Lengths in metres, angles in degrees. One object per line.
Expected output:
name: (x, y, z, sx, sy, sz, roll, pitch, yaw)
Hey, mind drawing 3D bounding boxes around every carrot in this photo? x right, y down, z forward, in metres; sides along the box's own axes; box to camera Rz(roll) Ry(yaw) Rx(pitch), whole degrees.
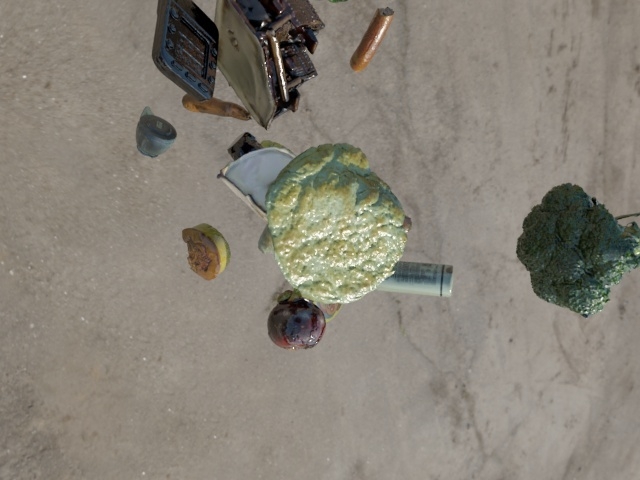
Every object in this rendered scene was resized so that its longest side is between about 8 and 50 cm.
carrot: (-0.302, -0.389, 1.371, 0.059, 0.247, 0.059, -49, 149, -44)

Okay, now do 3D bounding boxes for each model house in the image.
model house: (-0.090, -0.503, 1.180, 0.282, 0.297, 0.317, -44, 107, -24)

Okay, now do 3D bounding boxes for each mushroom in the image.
mushroom: (-0.096, -0.119, 1.162, 0.162, 0.236, 0.173, -48, 168, -4)

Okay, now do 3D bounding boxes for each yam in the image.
yam: (-0.149, -0.042, 1.683, 0.093, 0.093, 0.259, -13, 154, -35)

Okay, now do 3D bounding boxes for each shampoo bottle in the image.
shampoo bottle: (0.215, 0.097, 1.245, 0.085, 0.262, 0.085, 4, 90, -73)

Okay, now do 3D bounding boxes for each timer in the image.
timer: (-0.263, -0.379, 0.917, 0.144, 0.055, 0.188, 33, 53, -57)

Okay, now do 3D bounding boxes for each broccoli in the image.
broccoli: (0.622, 0.009, 1.117, 0.283, 0.321, 0.304, -7, 148, -10)

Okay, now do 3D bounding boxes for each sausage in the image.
sausage: (0.201, -0.800, 1.904, 0.076, 0.302, 0.103, 24, 50, -10)

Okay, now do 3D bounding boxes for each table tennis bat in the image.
table tennis bat: (0.064, 0.124, 1.520, 0.368, 0.054, 0.224, -29, 120, -56)

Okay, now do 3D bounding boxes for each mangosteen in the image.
mangosteen: (-0.067, 0.213, 1.306, 0.166, 0.166, 0.180, 10, 70, -40)

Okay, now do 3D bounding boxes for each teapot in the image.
teapot: (-0.507, -0.311, 1.389, 0.108, 0.149, 0.111, -49, 176, 30)

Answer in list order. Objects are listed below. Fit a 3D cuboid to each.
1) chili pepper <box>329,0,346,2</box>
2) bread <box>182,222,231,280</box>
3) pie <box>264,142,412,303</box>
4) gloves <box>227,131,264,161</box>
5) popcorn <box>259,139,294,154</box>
chili pepper: (0.090, -0.904, 1.683, 0.122, 0.278, 0.065, -5, 91, -35)
bread: (-0.307, 0.032, 1.292, 0.086, 0.125, 0.156, -38, 131, -50)
pie: (0.029, -0.023, 0.796, 0.257, 0.105, 0.274, -48, 117, -20)
gloves: (-0.183, -0.204, 1.366, 0.124, 0.164, 0.203, -40, 109, 3)
popcorn: (-0.188, -0.259, 1.765, 0.195, 0.254, 0.256, -83, 151, -44)
